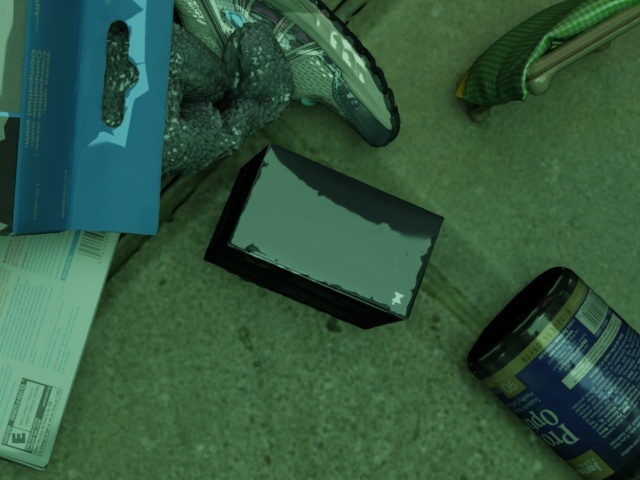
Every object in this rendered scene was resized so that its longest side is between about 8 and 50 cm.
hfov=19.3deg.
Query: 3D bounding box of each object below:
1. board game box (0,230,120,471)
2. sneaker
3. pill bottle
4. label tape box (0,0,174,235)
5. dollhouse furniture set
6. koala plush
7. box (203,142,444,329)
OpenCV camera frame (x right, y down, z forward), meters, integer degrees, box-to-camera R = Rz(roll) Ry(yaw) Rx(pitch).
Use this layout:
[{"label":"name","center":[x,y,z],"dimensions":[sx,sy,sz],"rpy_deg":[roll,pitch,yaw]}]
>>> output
[{"label":"board game box","center":[-0.334,0.036,1.507],"dimensions":[0.303,0.097,0.224],"rpy_deg":[19,81,-9]},{"label":"sneaker","center":[-0.053,-0.169,1.586],"dimensions":[0.283,0.110,0.122],"rpy_deg":[44,97,-1]},{"label":"pill bottle","center":[0.240,0.135,1.586],"dimensions":[0.219,0.123,0.123],"rpy_deg":[44,80,-4]},{"label":"label tape box","center":[-0.261,-0.128,1.290],"dimensions":[0.333,0.106,0.241],"rpy_deg":[4,92,-13]},{"label":"dollhouse furniture set","center":[0.232,-0.241,1.579],"dimensions":[0.301,0.197,0.151],"rpy_deg":[-31,92,-12]},{"label":"koala plush","center":[-0.157,-0.161,1.452],"dimensions":[0.196,0.203,0.221],"rpy_deg":[-11,109,23]},{"label":"box","center":[0.000,0.000,1.537],"dimensions":[0.156,0.158,0.093],"rpy_deg":[23,81,-8]}]
